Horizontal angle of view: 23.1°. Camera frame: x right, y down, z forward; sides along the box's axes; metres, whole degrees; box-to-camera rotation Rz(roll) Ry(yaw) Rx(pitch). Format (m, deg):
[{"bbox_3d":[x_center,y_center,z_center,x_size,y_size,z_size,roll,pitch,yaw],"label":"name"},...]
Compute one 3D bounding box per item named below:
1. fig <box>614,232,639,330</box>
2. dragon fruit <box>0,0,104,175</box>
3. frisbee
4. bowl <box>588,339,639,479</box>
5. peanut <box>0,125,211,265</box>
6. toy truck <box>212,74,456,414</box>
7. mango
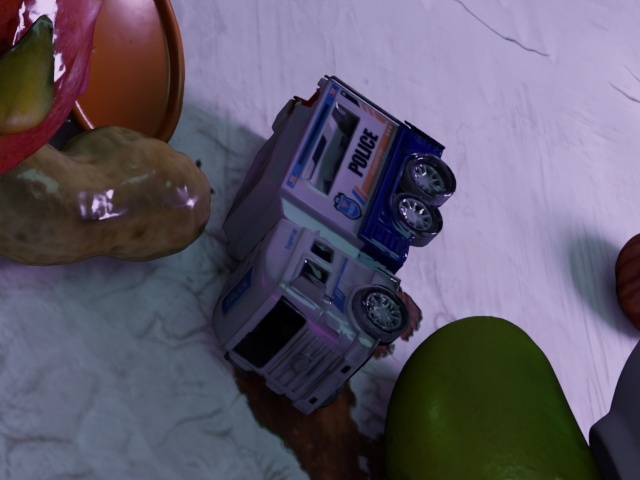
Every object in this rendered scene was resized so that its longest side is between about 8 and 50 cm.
[{"bbox_3d":[0.374,0.036,1.604,0.128,0.150,0.128,62,2,-4],"label":"fig"},{"bbox_3d":[-0.264,-0.183,1.024,0.291,0.189,0.290,13,53,-18],"label":"dragon fruit"},{"bbox_3d":[-0.171,-0.156,1.260,0.192,0.035,0.192,25,62,-60],"label":"frisbee"},{"bbox_3d":[0.308,0.192,1.234,0.345,0.157,0.345,164,-90,-89],"label":"bowl"},{"bbox_3d":[-0.179,-0.034,1.154,0.229,0.098,0.103,1,24,-44],"label":"peanut"},{"bbox_3d":[0.000,0.000,1.278,0.155,0.124,0.268,34,41,-10],"label":"toy truck"},{"bbox_3d":[0.132,0.180,1.246,0.185,0.149,0.273,14,45,-40],"label":"mango"}]
